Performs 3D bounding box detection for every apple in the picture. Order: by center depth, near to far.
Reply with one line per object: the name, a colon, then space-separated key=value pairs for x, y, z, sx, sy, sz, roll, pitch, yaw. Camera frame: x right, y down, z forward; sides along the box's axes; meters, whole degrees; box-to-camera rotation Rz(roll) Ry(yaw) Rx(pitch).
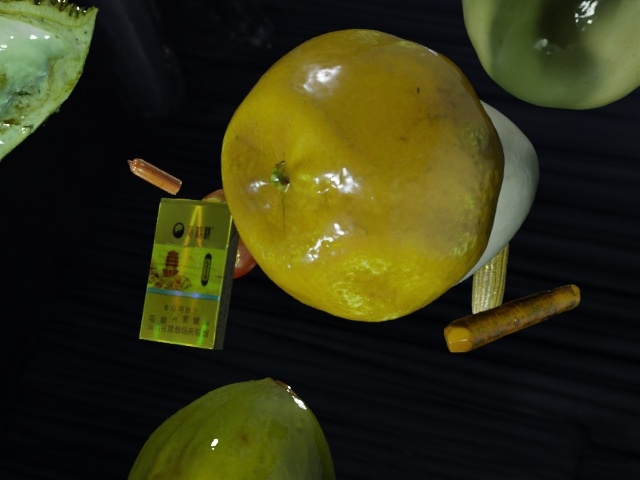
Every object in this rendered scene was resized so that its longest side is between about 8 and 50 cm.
apple: x=0.397 y=-0.381 z=1.653 sx=0.357 sy=0.357 sz=0.357 roll=13 pitch=-90 yaw=-72
apple: x=-0.173 y=-0.017 z=2.111 sx=0.158 sy=0.156 sz=0.147 roll=-47 pitch=-39 yaw=19

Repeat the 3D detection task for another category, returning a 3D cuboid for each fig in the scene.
fig: x=-0.125 y=0.379 z=1.681 sx=0.343 sy=0.343 sz=0.343 roll=13 pitch=-90 yaw=-72

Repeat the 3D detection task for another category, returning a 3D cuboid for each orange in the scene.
orange: x=0.035 y=-0.062 z=1.041 sx=0.235 sy=0.279 sz=0.279 roll=-2 pitch=-75 yaw=-58

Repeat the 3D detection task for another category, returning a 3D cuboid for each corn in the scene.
corn: x=0.339 y=0.073 z=2.186 sx=0.085 sy=0.063 sz=0.165 roll=-22 pitch=-63 yaw=-68

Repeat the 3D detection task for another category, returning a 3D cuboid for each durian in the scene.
durian: x=-0.432 y=-0.161 z=1.351 sx=0.394 sy=0.198 sz=0.163 roll=-52 pitch=1 yaw=4

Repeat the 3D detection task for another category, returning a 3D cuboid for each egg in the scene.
egg: x=0.169 y=-0.049 z=1.340 sx=0.264 sy=0.174 sz=0.286 roll=85 pitch=-157 yaw=-51

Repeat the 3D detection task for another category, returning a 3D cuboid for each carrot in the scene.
carrot: x=0.231 y=0.092 z=1.310 sx=0.042 sy=0.171 sz=0.042 roll=161 pitch=90 yaw=-85

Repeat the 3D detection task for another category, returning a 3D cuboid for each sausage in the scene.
sausage: x=-0.301 y=-0.118 z=1.959 sx=0.107 sy=0.031 sz=0.031 roll=28 pitch=-108 yaw=-32

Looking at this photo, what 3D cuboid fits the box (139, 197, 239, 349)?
box: x=-0.171 y=0.043 z=1.452 sx=0.030 sy=0.121 sz=0.193 roll=17 pitch=-101 yaw=-61
